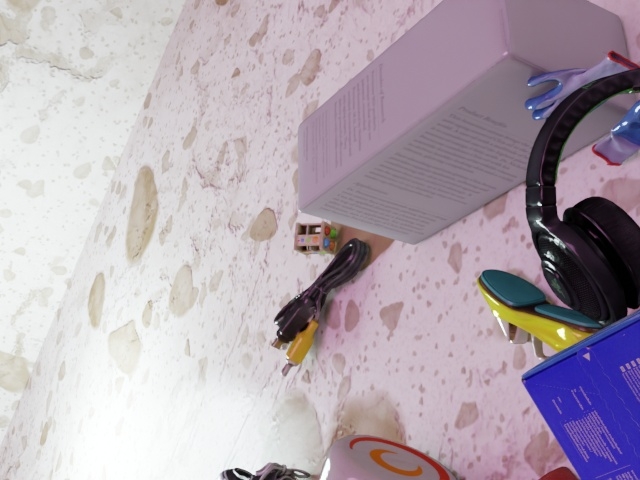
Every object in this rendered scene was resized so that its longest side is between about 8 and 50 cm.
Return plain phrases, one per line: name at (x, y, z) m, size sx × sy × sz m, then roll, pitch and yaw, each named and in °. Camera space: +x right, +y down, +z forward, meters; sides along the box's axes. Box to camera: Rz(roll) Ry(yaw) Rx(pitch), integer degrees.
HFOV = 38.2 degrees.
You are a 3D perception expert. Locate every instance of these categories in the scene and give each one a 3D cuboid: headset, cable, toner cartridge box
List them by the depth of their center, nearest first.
toner cartridge box at (0.345, 0.234, 0.837) m, size 0.165 × 0.075 × 0.347 m, roll -40°, pitch 76°, yaw 43°
headset at (0.338, 0.021, 0.980) m, size 0.185 × 0.243 × 0.394 m, roll -173°, pitch 78°, yaw -84°
cable at (0.002, 0.108, 1.666) m, size 0.287 × 0.072 × 0.139 m, roll -51°, pitch 20°, yaw 16°

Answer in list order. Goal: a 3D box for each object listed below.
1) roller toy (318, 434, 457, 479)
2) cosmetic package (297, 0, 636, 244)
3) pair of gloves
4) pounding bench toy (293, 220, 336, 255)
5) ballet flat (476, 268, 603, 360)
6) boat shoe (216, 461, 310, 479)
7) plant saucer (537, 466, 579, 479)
roller toy at (0.082, 0.366, 1.252) m, size 0.191 × 0.209 × 0.146 m, roll 25°, pitch 100°, yaw 39°
cosmetic package at (0.179, -0.168, 1.291) m, size 0.453 × 0.230 × 0.161 m, roll -33°, pitch 50°, yaw 48°
pair of gloves at (0.335, -0.147, 1.067) m, size 0.159 × 0.198 × 0.023 m, roll -33°, pitch 34°, yaw 60°
pounding bench toy at (0.000, 0.000, 1.694) m, size 0.065 × 0.083 × 0.052 m, roll -2°, pitch 76°, yaw 26°
ballet flat at (0.273, 0.106, 1.179) m, size 0.231 × 0.077 × 0.077 m, roll 30°, pitch 120°, yaw 57°
boat shoe at (-0.071, 0.432, 1.564) m, size 0.306 × 0.113 × 0.105 m, roll 16°, pitch 85°, yaw 57°
plant saucer at (0.235, 0.407, 1.025) m, size 0.259 × 0.048 × 0.258 m, roll -51°, pitch 26°, yaw 8°
